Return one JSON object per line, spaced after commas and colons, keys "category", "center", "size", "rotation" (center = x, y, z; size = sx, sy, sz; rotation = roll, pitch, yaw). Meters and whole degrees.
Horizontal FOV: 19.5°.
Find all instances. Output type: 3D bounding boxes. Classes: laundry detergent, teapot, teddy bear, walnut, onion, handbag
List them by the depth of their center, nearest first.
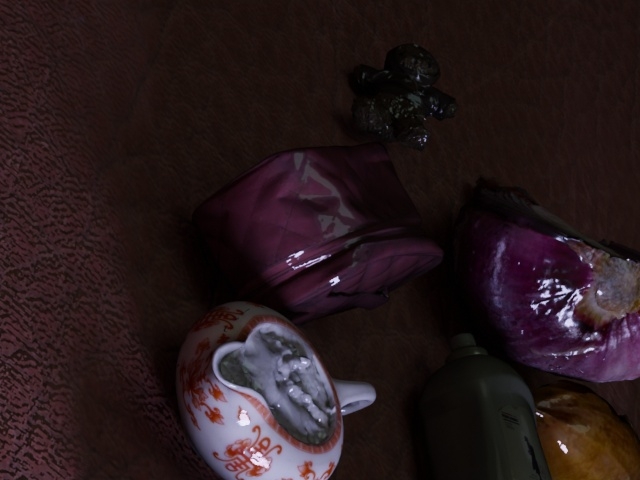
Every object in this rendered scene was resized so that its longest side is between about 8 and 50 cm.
{"category": "teapot", "center": [-0.040, 0.125, 1.459], "size": [0.245, 0.116, 0.159], "rotation": [-1, 53, -58]}
{"category": "handbag", "center": [0.000, 0.000, 1.608], "size": [0.135, 0.146, 0.225], "rotation": [63, 24, 10]}
{"category": "laundry detergent", "center": [0.165, 0.205, 1.762], "size": [0.181, 0.091, 0.253], "rotation": [28, 41, -51]}
{"category": "walnut", "center": [0.263, 0.207, 1.916], "size": [0.207, 0.116, 0.115], "rotation": [34, 38, -44]}
{"category": "teddy bear", "center": [0.083, -0.142, 1.976], "size": [0.119, 0.078, 0.160], "rotation": [22, 41, -1]}
{"category": "onion", "center": [0.234, 0.046, 1.985], "size": [0.267, 0.159, 0.349], "rotation": [23, 6, -20]}
